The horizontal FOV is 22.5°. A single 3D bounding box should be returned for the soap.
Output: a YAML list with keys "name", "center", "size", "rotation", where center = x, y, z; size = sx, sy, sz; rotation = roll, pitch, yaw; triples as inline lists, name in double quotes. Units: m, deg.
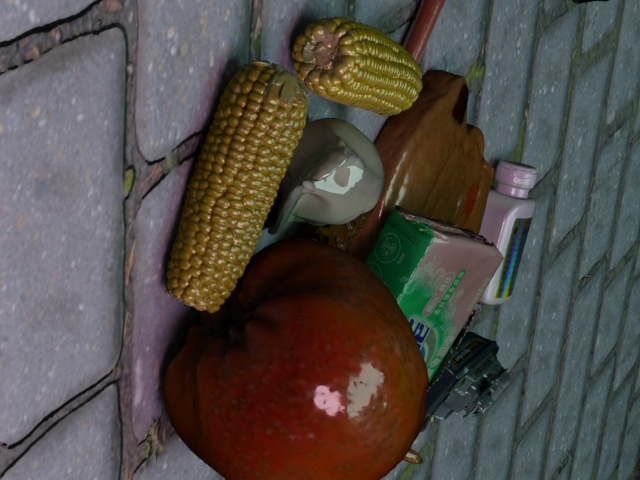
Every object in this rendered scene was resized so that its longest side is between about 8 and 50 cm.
- name: "soap"
  center: [0.099, 0.091, 2.033]
  size: [0.218, 0.098, 0.273]
  rotation: [18, 107, -44]

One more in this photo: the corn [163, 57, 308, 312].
- name: "corn"
  center: [-0.086, -0.056, 1.622]
  size: [0.091, 0.091, 0.260]
  rotation: [21, 91, -49]

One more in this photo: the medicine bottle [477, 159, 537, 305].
- name: "medicine bottle"
  center: [0.279, -0.013, 2.489]
  size: [0.115, 0.078, 0.219]
  rotation: [-8, 114, -62]

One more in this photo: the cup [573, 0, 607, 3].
- name: "cup"
  center: [0.501, -0.525, 2.481]
  size: [0.292, 0.308, 0.242]
  rotation: [-18, 90, -62]

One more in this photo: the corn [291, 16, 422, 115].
- name: "corn"
  center: [0.046, -0.195, 1.815]
  size: [0.244, 0.093, 0.093]
  rotation: [3, 104, -69]

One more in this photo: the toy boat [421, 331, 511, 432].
- name: "toy boat"
  center: [0.215, 0.208, 2.452]
  size: [0.114, 0.122, 0.296]
  rotation: [-53, 167, 21]

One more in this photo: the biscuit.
- name: "biscuit"
  center: [0.142, -0.010, 2.208]
  size: [0.349, 0.078, 0.455]
  rotation: [-60, 155, -16]

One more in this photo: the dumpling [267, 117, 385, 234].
- name: "dumpling"
  center: [-0.001, -0.060, 1.809]
  size: [0.155, 0.111, 0.181]
  rotation: [-39, 147, 2]

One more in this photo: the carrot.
- name: "carrot"
  center: [0.001, -0.001, 1.891]
  size: [0.228, 0.069, 0.069]
  rotation: [-50, 148, -45]

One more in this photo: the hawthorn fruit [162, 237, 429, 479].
- name: "hawthorn fruit"
  center: [-0.004, 0.160, 1.698]
  size: [0.298, 0.277, 0.277]
  rotation: [37, 67, -23]

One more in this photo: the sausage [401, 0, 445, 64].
- name: "sausage"
  center: [0.122, -0.257, 2.019]
  size: [0.223, 0.029, 0.029]
  rotation: [-66, 157, -13]
